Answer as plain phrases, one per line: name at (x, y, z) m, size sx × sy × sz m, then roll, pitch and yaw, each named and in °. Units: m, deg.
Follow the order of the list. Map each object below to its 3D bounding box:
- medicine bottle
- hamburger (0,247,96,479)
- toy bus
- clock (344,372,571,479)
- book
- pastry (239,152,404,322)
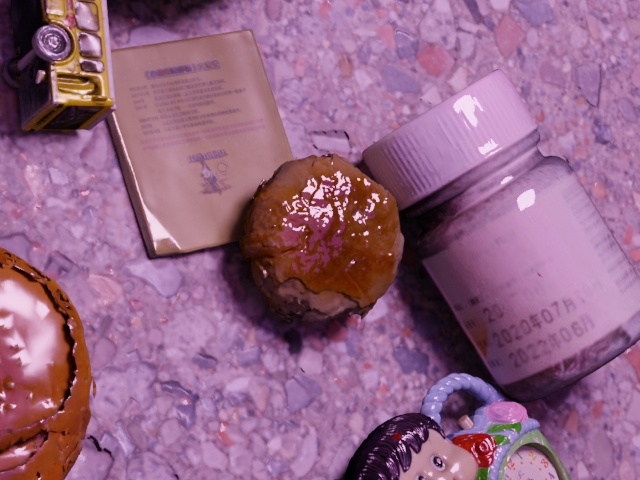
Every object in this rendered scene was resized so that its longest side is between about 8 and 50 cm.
medicine bottle at (0.170, -0.004, 1.649) m, size 0.165 × 0.165 × 0.273 m, roll -33°, pitch 90°, yaw -33°
hamburger at (-0.296, 0.116, 1.328) m, size 0.245 × 0.211 × 0.260 m, roll 9°, pitch 75°, yaw -21°
toy bus at (-0.228, -0.205, 1.542) m, size 0.074 × 0.081 × 0.226 m, roll 4°, pitch 69°, yaw -34°
clock at (0.126, 0.220, 1.593) m, size 0.195 × 0.100 × 0.194 m, roll 47°, pitch 54°, yaw -11°
book at (-0.103, -0.089, 1.609) m, size 0.168 × 0.013 × 0.192 m, roll -12°, pitch 81°, yaw -32°
pastry at (0.002, -0.002, 1.590) m, size 0.153 × 0.081 × 0.153 m, roll -3°, pitch 96°, yaw -26°
